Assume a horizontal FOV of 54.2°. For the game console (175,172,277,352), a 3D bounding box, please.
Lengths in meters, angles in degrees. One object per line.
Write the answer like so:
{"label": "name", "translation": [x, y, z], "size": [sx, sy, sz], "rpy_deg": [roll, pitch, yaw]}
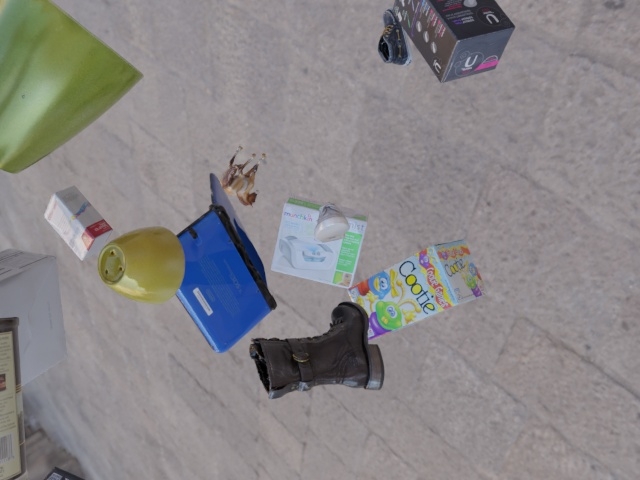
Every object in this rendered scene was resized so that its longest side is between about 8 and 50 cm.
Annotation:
{"label": "game console", "translation": [-0.226, 0.047, 1.354], "size": [0.173, 0.250, 0.293], "rpy_deg": [22, 145, 48]}

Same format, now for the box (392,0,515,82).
{"label": "box", "translation": [0.315, -0.539, 1.520], "size": [0.143, 0.165, 0.270], "rpy_deg": [103, 146, -59]}

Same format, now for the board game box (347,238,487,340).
{"label": "board game box", "translation": [0.226, 0.121, 1.492], "size": [0.275, 0.144, 0.142], "rpy_deg": [-32, 75, 39]}

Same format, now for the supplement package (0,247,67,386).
{"label": "supplement package", "translation": [-0.703, 0.177, 1.394], "size": [0.145, 0.204, 0.261], "rpy_deg": [8, 110, 20]}

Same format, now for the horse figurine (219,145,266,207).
{"label": "horse figurine", "translation": [-0.235, -0.189, 1.878], "size": [0.066, 0.263, 0.174], "rpy_deg": [33, 100, 13]}

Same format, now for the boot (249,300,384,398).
{"label": "boot", "translation": [-0.018, 0.193, 1.164], "size": [0.263, 0.229, 0.091], "rpy_deg": [-117, 32, -62]}

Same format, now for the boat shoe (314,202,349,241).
{"label": "boat shoe", "translation": [0.020, -0.038, 1.168], "size": [0.184, 0.066, 0.063], "rpy_deg": [34, -138, -80]}

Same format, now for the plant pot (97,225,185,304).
{"label": "plant pot", "translation": [-0.304, 0.039, 1.024], "size": [0.134, 0.095, 0.134], "rpy_deg": [-3, 85, 31]}

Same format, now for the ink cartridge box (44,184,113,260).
{"label": "ink cartridge box", "translation": [-0.695, -0.051, 1.794], "size": [0.175, 0.072, 0.127], "rpy_deg": [49, 133, 3]}

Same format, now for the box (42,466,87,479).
{"label": "box", "translation": [-0.491, 0.674, 1.453], "size": [0.243, 0.076, 0.307], "rpy_deg": [5, 130, 34]}

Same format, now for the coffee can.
{"label": "coffee can", "translation": [-0.604, 0.275, 1.038], "size": [0.202, 0.202, 0.275], "rpy_deg": [-10, 84, 56]}

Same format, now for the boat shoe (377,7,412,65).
{"label": "boat shoe", "translation": [0.195, -0.574, 1.748], "size": [0.065, 0.083, 0.183], "rpy_deg": [-38, 64, 53]}

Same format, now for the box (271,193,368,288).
{"label": "box", "translation": [0.000, 0.000, 1.969], "size": [0.262, 0.126, 0.230], "rpy_deg": [14, 109, 1]}

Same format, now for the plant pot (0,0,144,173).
{"label": "plant pot", "translation": [-0.526, -0.276, 1.148], "size": [0.275, 0.293, 0.275], "rpy_deg": [37, -179, -1]}
